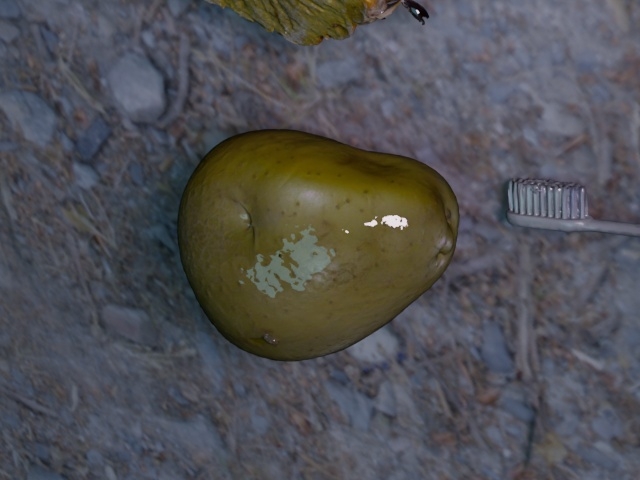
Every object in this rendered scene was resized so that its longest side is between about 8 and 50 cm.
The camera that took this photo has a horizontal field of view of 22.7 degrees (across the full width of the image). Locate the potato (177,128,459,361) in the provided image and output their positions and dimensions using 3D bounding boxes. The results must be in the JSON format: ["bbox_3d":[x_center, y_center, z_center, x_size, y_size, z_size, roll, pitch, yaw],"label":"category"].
[{"bbox_3d":[0.000,0.000,1.037,0.194,0.157,0.157,-9,113,28],"label":"potato"}]

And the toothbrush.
[{"bbox_3d":[0.259,-0.005,0.897,0.354,0.024,0.029,8,115,36],"label":"toothbrush"}]

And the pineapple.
[{"bbox_3d":[-0.037,-0.181,0.933,0.221,0.047,0.221,31,166,9],"label":"pineapple"}]
